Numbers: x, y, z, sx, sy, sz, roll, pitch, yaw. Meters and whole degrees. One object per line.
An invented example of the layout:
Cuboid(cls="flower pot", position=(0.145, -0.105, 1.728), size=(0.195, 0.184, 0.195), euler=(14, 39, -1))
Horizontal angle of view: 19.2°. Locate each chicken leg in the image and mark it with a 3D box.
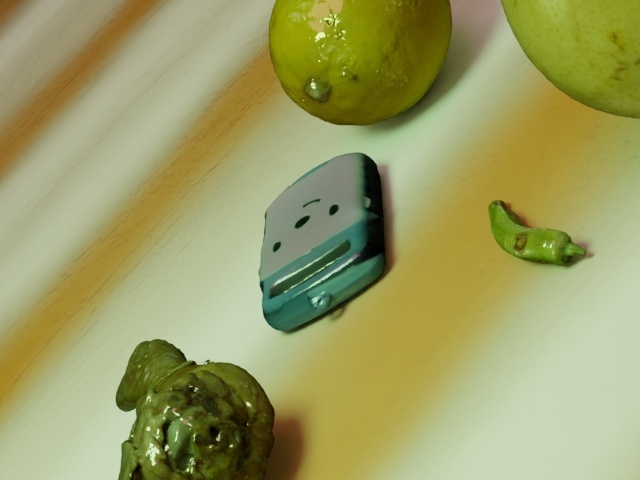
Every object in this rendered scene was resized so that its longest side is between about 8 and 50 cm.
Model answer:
Cuboid(cls="chicken leg", position=(-0.160, 0.200, 2.090), size=(0.201, 0.152, 0.429), euler=(-50, 19, 1))

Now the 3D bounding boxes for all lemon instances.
Cuboid(cls="lemon", position=(0.051, -0.267, 2.409), size=(0.236, 0.236, 0.263), euler=(-11, 57, 46))

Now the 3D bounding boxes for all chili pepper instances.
Cuboid(cls="chili pepper", position=(0.210, -0.008, 2.010), size=(0.049, 0.043, 0.208), euler=(-55, 26, 0))

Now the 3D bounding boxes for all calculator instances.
Cuboid(cls="calculator", position=(0.000, 0.000, 2.272), size=(0.173, 0.051, 0.293), euler=(-31, 28, 18))

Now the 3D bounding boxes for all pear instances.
Cuboid(cls="pear", position=(0.344, -0.293, 1.938), size=(0.348, 0.348, 0.348), euler=(-32, 28, 19))
